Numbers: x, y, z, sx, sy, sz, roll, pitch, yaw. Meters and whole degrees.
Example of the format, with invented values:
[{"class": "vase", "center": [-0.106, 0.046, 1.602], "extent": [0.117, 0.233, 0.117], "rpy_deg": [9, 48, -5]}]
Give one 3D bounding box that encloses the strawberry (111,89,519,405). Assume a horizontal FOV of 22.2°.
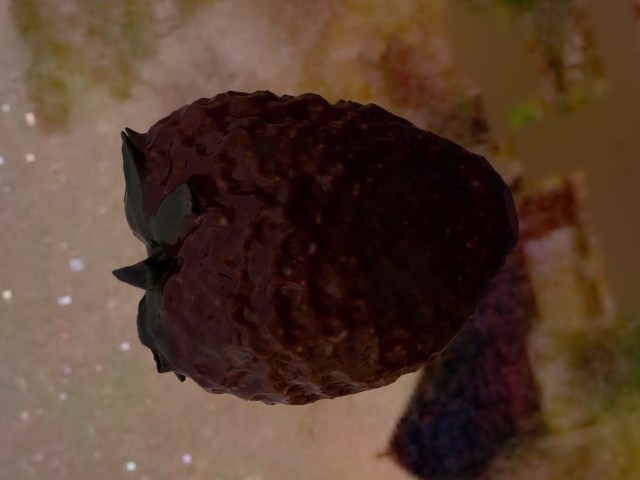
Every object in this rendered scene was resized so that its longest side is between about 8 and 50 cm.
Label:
[{"class": "strawberry", "center": [-0.003, -0.001, 0.631], "extent": [0.131, 0.148, 0.131], "rpy_deg": [-12, -90, -76]}]
